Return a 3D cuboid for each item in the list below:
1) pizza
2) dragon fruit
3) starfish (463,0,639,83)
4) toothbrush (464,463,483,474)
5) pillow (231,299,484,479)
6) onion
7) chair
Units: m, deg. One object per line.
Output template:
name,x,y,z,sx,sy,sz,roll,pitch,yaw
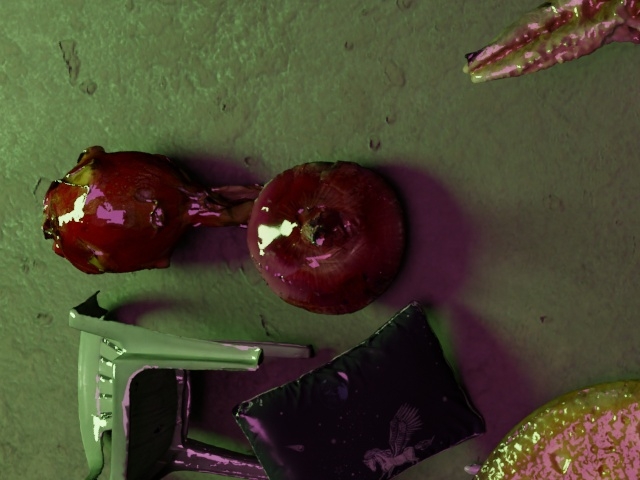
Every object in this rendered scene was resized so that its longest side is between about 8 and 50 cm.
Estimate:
pizza,0.270,0.219,1.689,0.292,0.058,0.197,-21,83,25
dragon fruit,-0.155,-0.030,1.866,0.246,0.125,0.125,0,87,12
starfish,0.287,-0.282,1.563,0.432,0.082,0.324,-15,73,28
toothbrush,0.206,0.215,1.758,0.162,0.014,0.017,-1,98,27
pillow,0.037,0.162,1.749,0.141,0.208,0.055,63,162,-8
onion,0.000,0.000,1.759,0.150,0.140,0.150,2,99,11
chair,-0.153,0.163,1.866,0.274,0.190,0.203,9,103,19
